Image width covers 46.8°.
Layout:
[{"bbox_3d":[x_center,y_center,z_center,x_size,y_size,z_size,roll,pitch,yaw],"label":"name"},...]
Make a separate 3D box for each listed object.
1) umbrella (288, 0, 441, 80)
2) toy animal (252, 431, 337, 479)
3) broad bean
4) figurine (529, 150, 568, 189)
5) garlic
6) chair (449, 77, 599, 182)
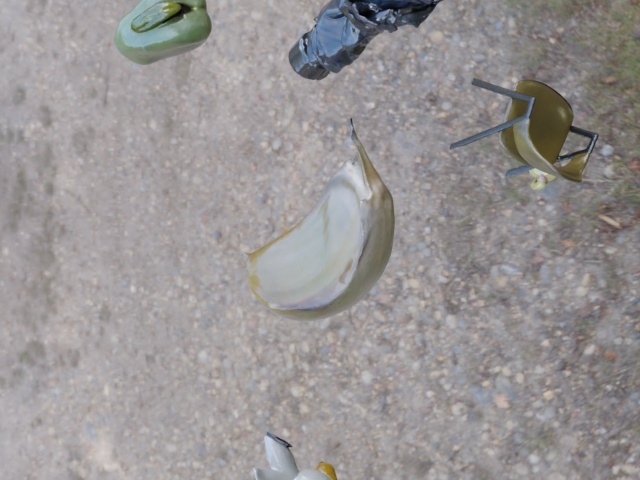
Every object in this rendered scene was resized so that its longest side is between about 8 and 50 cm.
[{"bbox_3d":[0.038,-0.174,0.550,0.224,0.080,0.071,-22,59,57],"label":"umbrella"},{"bbox_3d":[-0.011,0.368,1.118,0.182,0.131,0.127,25,138,18],"label":"toy animal"},{"bbox_3d":[-0.271,-0.362,1.276,0.228,0.170,0.100,158,98,-76],"label":"broad bean"},{"bbox_3d":[0.468,-0.170,1.528,0.083,0.187,0.083,9,125,13],"label":"figurine"},{"bbox_3d":[0.017,0.002,1.135,0.196,0.151,0.338,41,124,0],"label":"garlic"},{"bbox_3d":[0.374,-0.190,1.310,0.247,0.159,0.172,11,81,64],"label":"chair"}]
